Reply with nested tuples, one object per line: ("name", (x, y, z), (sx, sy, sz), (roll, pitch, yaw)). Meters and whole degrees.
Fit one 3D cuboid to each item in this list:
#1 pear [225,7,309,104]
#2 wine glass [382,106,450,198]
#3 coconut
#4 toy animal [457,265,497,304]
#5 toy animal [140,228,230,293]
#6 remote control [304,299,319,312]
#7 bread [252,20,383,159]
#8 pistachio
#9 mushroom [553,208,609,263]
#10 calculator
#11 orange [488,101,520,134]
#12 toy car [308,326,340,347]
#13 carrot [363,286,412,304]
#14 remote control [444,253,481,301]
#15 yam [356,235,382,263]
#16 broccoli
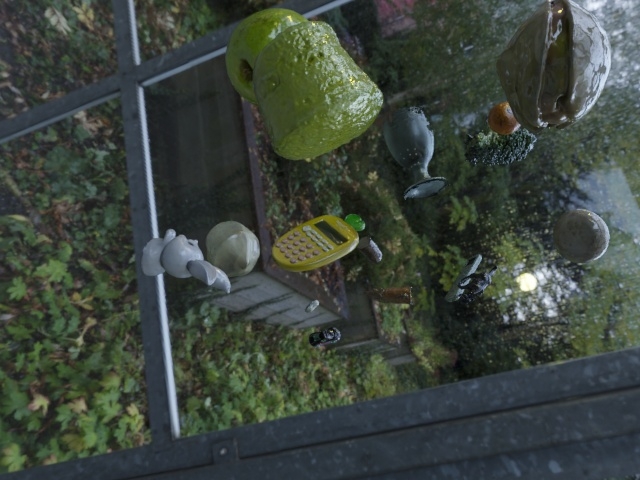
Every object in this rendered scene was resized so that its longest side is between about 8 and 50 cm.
("pear", (-0.162, -0.708, 1.670), (0.391, 0.392, 0.390), (-17, 90, -77))
("wine glass", (0.360, -0.340, 1.649), (0.190, 0.191, 0.356), (40, 38, -68))
("coconut", (-0.322, 0.039, 1.594), (0.224, 0.225, 0.224), (-17, 90, -77))
("toy animal", (0.670, 0.199, 1.835), (0.084, 0.233, 0.148), (56, -21, -7))
("toy animal", (-0.307, 0.047, 1.025), (0.103, 0.221, 0.130), (76, 30, -56))
("remote control", (-0.045, 0.331, 2.153), (0.032, 0.074, 0.122), (46, -15, 2))
("bread", (-0.020, -0.420, 1.225), (0.307, 0.349, 0.348), (65, 13, 2))
("pistachio", (0.651, -0.485, 1.215), (0.445, 0.282, 0.364), (-58, 142, -52))
("mushroom", (0.992, -0.008, 1.609), (0.206, 0.209, 0.206), (-163, -90, -81))
("calculator", (0.000, 0.000, 0.973), (0.146, 0.235, 0.032), (43, -31, 44))
("orange", (0.756, -0.498, 1.758), (0.117, 0.136, 0.135), (120, -39, -63))
("toy car", (0.017, 0.429, 1.911), (0.055, 0.142, 0.069), (69, 4, -54))
("carrot", (0.357, 0.286, 2.272), (0.102, 0.264, 0.101), (2, 90, -73))
("remote control", (0.691, 0.179, 2.060), (0.038, 0.090, 0.309), (43, 60, -2))
("yam", (0.231, 0.044, 2.005), (0.127, 0.084, 0.084), (46, 27, -36))
("broccoli", (0.918, -0.489, 2.215), (0.324, 0.335, 0.271), (63, 27, -49))
